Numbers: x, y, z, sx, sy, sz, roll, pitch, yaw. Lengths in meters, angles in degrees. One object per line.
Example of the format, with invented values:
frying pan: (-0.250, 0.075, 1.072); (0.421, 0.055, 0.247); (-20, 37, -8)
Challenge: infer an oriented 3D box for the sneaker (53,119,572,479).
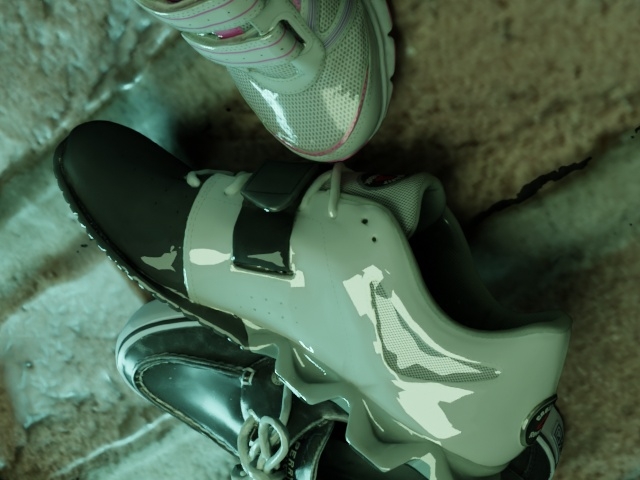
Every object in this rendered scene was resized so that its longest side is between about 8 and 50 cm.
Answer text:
sneaker: (0.000, 0.000, 0.930); (0.330, 0.122, 0.146); (34, 112, 12)

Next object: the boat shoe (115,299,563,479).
boat shoe: (-0.006, 0.121, 1.026); (0.306, 0.105, 0.113); (17, 133, 17)

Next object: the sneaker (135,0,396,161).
sneaker: (-0.051, -0.138, 0.832); (0.103, 0.111, 0.252); (-12, 120, 37)
